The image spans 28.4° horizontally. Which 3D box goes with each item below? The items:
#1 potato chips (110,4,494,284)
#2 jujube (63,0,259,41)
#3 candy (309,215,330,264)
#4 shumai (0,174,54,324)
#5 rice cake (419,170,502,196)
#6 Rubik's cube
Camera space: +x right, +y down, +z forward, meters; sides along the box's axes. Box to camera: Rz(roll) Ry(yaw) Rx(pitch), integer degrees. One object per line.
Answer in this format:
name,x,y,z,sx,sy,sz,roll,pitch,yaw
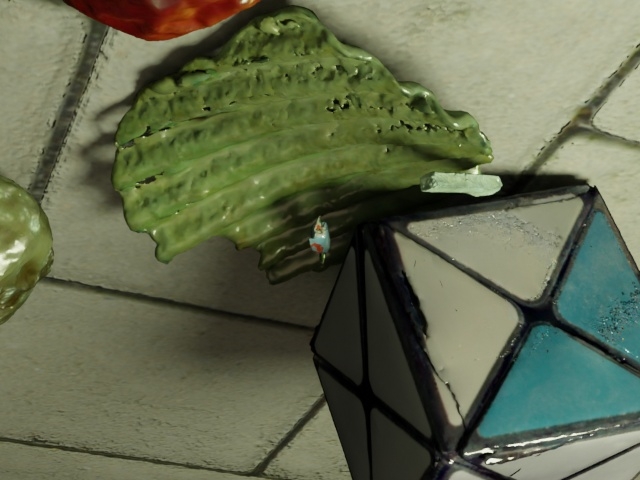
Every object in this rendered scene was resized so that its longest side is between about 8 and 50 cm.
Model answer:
potato chips,-0.006,-0.075,1.311,0.373,0.097,0.389,23,141,-34
jujube,-0.100,-0.251,0.974,0.250,0.174,0.174,-17,144,28
candy,-0.001,0.000,1.330,0.020,0.030,0.083,0,161,3
shumai,-0.483,0.105,1.376,0.324,0.323,0.397,26,139,-32
rice cake,0.140,-0.056,1.258,0.022,0.021,0.121,-16,170,38
Rubik's cube,0.189,0.142,1.399,0.305,0.307,0.310,-8,150,-18
